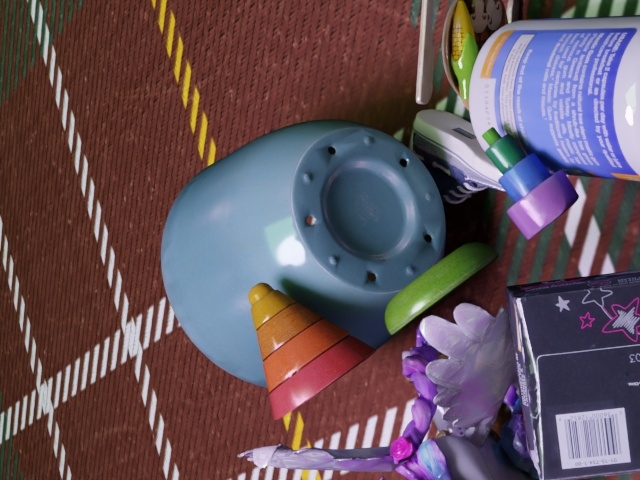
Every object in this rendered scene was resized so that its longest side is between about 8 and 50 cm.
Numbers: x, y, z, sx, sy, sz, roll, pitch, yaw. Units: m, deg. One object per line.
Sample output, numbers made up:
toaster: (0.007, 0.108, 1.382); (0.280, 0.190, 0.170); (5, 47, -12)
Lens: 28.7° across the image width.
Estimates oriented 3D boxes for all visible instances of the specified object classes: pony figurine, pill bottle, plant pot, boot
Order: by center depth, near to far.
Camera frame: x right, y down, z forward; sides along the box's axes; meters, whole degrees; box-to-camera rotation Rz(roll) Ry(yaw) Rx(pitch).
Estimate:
pill bottle: (0.281, -0.130, 1.145); (0.272, 0.152, 0.152); (11, 105, 50)
pony figurine: (0.132, 0.233, 1.279); (0.303, 0.351, 0.363); (-30, 70, 17)
boot: (0.167, -0.073, 1.377); (0.190, 0.069, 0.086); (41, 134, 50)
plant pot: (0.000, 0.000, 1.379); (0.235, 0.293, 0.293); (-33, 71, 59)

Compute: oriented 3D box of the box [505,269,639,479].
box: (0.296, 0.107, 1.080); (0.142, 0.247, 0.163); (-22, -75, -84)

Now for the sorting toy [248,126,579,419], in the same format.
sorting toy: (0.065, 0.021, 1.194); (0.365, 0.127, 0.126); (-38, 83, 15)

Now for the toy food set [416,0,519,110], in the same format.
toy food set: (0.166, -0.194, 1.257); (0.038, 0.192, 0.132); (8, 101, 36)
